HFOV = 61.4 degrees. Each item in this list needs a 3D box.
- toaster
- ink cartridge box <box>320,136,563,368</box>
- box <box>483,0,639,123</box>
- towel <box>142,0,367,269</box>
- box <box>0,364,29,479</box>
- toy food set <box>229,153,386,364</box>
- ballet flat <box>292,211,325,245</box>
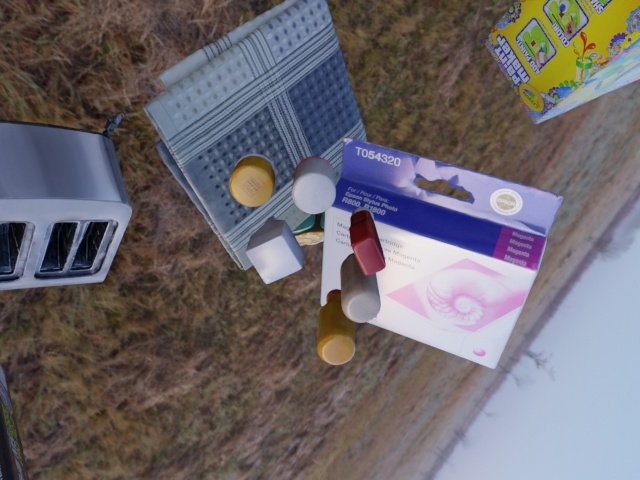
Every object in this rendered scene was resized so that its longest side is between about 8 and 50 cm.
[{"bbox_3d":[-0.290,-0.032,0.535,0.168,0.110,0.186,-3,143,-41],"label":"toaster"},{"bbox_3d":[0.160,0.031,0.846,0.330,0.323,0.071,91,24,-43],"label":"ink cartridge box"},{"bbox_3d":[0.467,-0.358,0.822,0.289,0.177,0.279,-24,170,-21],"label":"box"},{"bbox_3d":[-0.073,-0.159,0.803,0.324,0.056,0.312,-43,134,-22],"label":"towel"},{"bbox_3d":[-0.446,0.245,0.576,0.216,0.270,0.060,-24,126,-25],"label":"box"},{"bbox_3d":[0.000,0.000,0.548,0.111,0.232,0.105,-25,-157,12],"label":"toy food set"},{"bbox_3d":[0.011,-0.032,1.102,0.073,0.232,0.080,44,48,-41],"label":"ballet flat"}]
